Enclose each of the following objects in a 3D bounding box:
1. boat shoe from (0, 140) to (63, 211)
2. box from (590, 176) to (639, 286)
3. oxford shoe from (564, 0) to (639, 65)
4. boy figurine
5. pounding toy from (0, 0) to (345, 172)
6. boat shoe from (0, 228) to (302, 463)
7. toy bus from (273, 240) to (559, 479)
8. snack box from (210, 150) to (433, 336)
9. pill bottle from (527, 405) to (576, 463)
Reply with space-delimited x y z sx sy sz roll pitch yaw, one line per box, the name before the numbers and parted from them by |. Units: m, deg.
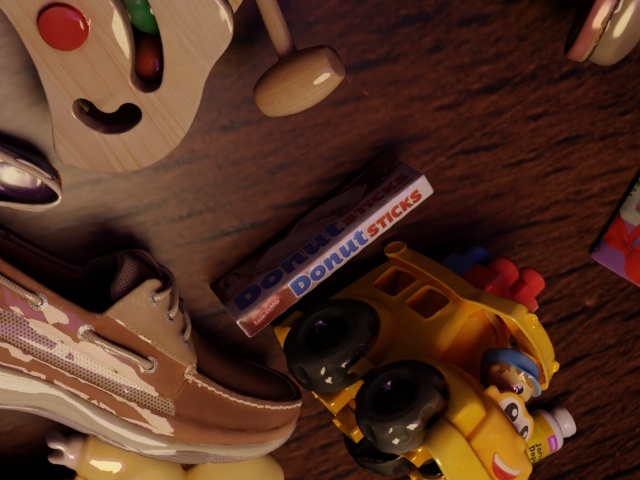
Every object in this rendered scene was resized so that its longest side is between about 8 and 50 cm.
boat shoe | -0.234 -0.048 0.631 0.137 0.043 0.049 15 106 -28
box | 0.385 -0.004 0.795 0.057 0.293 0.201 24 100 -38
oxford shoe | 0.319 -0.261 0.731 0.130 0.123 0.348 36 95 0
boy figurine | -0.166 0.201 0.737 0.285 0.092 0.177 -17 129 -20
pounding toy | -0.127 -0.154 0.623 0.154 0.155 0.269 -36 116 26
boat shoe | -0.141 0.068 0.682 0.324 0.123 0.116 21 99 -32
toy bus | 0.106 0.093 0.757 0.211 0.220 0.149 -39 126 -13
snack box | 0.000 0.000 0.749 0.178 0.064 0.022 -38 124 -6
pill bottle | 0.203 0.191 0.940 0.083 0.043 0.043 -24 120 -14
